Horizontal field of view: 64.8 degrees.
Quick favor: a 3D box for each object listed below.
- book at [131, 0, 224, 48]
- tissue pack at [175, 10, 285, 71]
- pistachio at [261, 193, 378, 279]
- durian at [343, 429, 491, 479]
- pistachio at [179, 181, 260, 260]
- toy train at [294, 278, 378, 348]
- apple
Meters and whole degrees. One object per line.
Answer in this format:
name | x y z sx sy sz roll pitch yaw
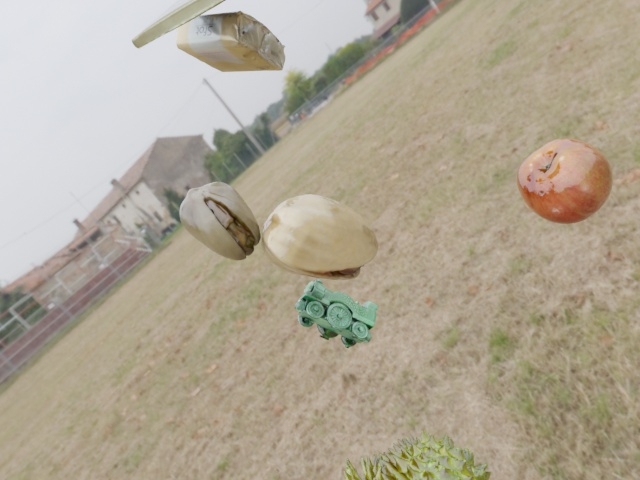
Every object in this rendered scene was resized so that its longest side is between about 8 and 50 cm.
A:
book | -0.222 -0.537 1.063 0.268 0.032 0.389 -17 36 24
tissue pack | -0.219 -0.483 1.244 0.222 0.091 0.186 13 0 31
pistachio | 0.000 0.000 0.910 0.157 0.229 0.158 -30 53 49
durian | 0.128 0.327 0.538 0.176 0.237 0.200 -31 7 -3
pistachio | -0.169 -0.031 0.859 0.113 0.149 0.113 -33 15 10
toy train | 0.033 0.150 1.056 0.071 0.178 0.105 -47 19 53
apple | 0.569 -0.145 1.186 0.209 0.164 0.210 -49 23 30
